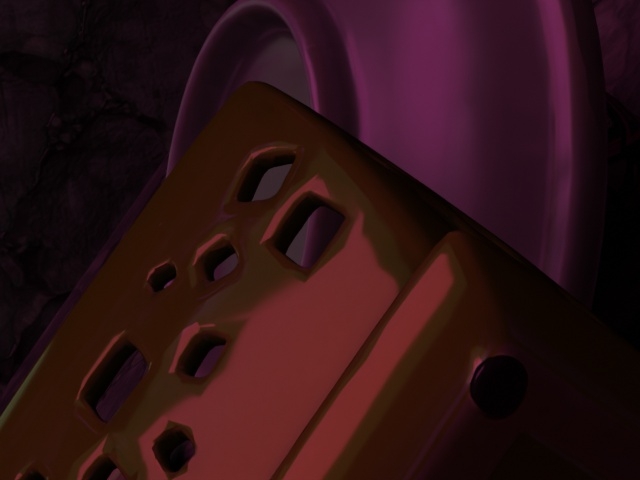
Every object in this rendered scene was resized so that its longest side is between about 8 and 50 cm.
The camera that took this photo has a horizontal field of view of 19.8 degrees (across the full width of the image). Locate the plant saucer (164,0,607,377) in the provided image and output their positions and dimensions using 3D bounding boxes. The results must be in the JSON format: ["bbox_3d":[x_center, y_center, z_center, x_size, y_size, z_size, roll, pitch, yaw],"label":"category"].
[{"bbox_3d":[-0.001,-0.017,0.946,0.400,0.100,0.400,-175,90,-66],"label":"plant saucer"}]

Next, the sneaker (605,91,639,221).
[{"bbox_3d":[0.095,-0.057,1.059,0.299,0.112,0.121,-126,45,-73],"label":"sneaker"}]

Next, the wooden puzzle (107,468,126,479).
[{"bbox_3d":[-0.183,0.272,1.448,0.221,0.044,0.238,-53,17,10],"label":"wooden puzzle"}]

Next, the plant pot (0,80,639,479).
[{"bbox_3d":[0.028,0.106,0.630,0.227,0.228,0.207,-56,27,-2],"label":"plant pot"}]
